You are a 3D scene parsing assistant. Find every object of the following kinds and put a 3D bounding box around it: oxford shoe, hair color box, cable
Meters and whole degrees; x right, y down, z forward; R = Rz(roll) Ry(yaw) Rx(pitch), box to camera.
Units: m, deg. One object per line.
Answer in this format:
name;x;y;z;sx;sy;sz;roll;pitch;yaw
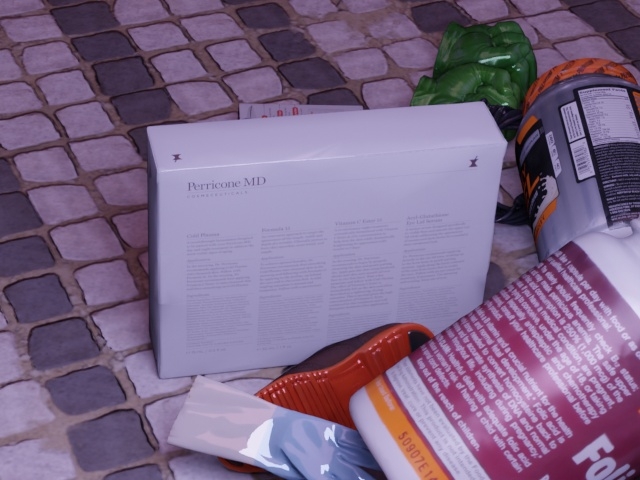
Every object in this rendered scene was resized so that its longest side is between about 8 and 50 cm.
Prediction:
oxford shoe;-0.002;0.170;1.767;0.271;0.096;0.098;-23;11;-21
hair color box;-0.025;-0.134;2.153;0.167;0.053;0.093;2;40;-5
cable;0.241;-0.089;2.095;0.151;0.047;0.184;30;55;-18

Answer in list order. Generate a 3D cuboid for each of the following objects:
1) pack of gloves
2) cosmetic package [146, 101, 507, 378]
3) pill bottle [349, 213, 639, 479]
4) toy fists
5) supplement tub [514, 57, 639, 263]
pack of gloves;-0.056;0.263;1.645;0.232;0.046;0.195;18;66;15
cosmetic package;0.000;0.000;1.802;0.377;0.284;0.097;-5;40;-12
pill bottle;0.245;0.134;1.577;0.392;0.224;0.224;-35;44;3
toy fists;0.218;-0.216;2.248;0.142;0.096;0.279;15;38;10
supplement tub;0.341;-0.063;1.962;0.194;0.193;0.316;0;45;-5
